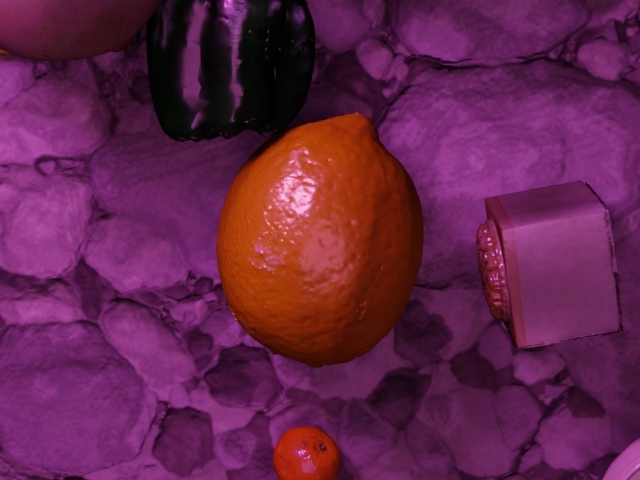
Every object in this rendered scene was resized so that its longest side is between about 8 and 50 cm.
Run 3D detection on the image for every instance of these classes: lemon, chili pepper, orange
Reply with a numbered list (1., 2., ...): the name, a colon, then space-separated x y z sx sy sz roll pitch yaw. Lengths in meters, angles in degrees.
1. lemon: -0.001 0.005 1.617 0.236 0.236 0.263 -8 83 -2
2. chili pepper: -0.105 -0.234 1.569 0.174 0.165 0.261 3 93 32
3. orange: -0.017 0.261 1.763 0.083 0.083 0.083 -1 106 -4

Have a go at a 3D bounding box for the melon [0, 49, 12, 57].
1. melon: -0.415 -0.241 1.620 0.261 0.053 0.114 -9 125 2

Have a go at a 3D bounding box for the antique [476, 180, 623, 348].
1. antique: 0.257 0.028 1.685 0.148 0.147 0.152 -9 105 0

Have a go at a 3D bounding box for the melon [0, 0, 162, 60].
1. melon: -0.265 -0.344 1.437 0.268 0.268 0.330 -5 110 -3

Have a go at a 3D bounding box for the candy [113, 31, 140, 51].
1. candy: -0.238 -0.306 1.608 0.061 0.061 0.202 -10 98 -1

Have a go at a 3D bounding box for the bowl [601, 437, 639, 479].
1. bowl: 0.448 0.336 1.787 0.277 0.145 0.277 -1 108 -5
